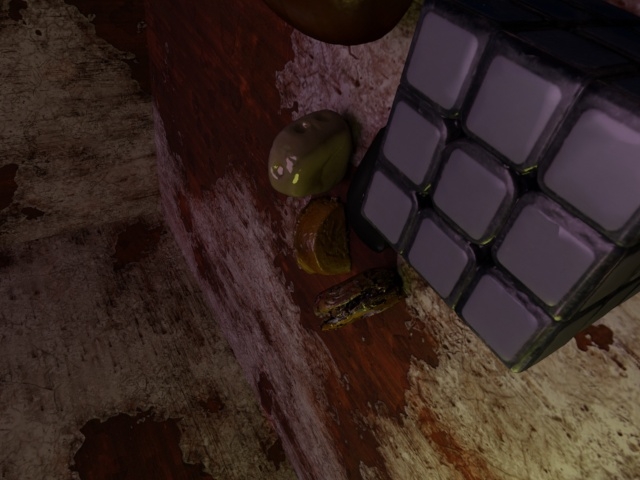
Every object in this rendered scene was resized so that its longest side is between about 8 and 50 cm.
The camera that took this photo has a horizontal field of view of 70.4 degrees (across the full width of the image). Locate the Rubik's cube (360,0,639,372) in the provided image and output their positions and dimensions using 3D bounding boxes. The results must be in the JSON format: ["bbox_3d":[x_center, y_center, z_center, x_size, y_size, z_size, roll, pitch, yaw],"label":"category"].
[{"bbox_3d":[0.273,-0.086,0.536,0.301,0.305,0.304,52,147,33],"label":"Rubik's cube"}]

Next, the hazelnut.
[{"bbox_3d":[0.009,-0.507,0.730,0.366,0.366,0.366,36,134,47],"label":"hazelnut"}]

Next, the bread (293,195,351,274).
[{"bbox_3d":[0.000,0.000,1.241,0.143,0.139,0.229,14,118,48],"label":"bread"}]

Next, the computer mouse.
[{"bbox_3d":[0.127,-0.102,1.002,0.168,0.087,0.295,53,144,37],"label":"computer mouse"}]

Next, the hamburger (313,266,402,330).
[{"bbox_3d":[0.083,0.137,1.071,0.231,0.231,0.107,-39,70,59],"label":"hamburger"}]

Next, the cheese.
[{"bbox_3d":[-0.015,-0.196,1.089,0.117,0.235,0.218,44,-179,27],"label":"cheese"}]
